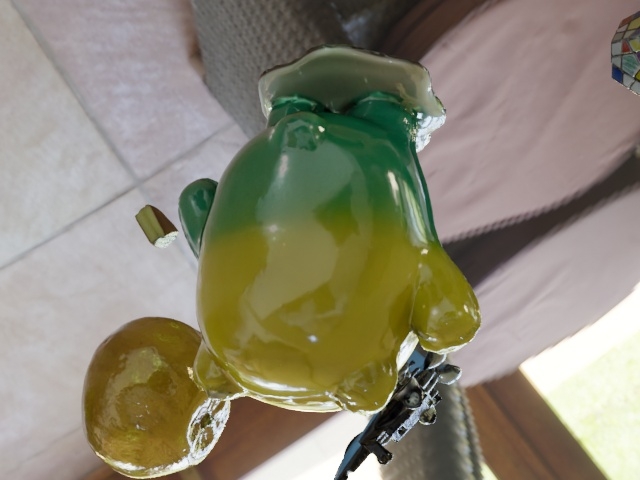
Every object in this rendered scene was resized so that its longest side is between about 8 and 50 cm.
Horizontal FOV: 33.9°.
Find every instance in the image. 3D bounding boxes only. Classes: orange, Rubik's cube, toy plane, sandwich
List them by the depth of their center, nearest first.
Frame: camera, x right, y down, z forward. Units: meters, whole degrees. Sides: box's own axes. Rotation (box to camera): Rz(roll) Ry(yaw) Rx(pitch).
[{"bbox_3d":[0.373,-0.205,1.157,0.111,0.111,0.093,2,125,-50],"label":"Rubik's cube"},{"bbox_3d":[-0.196,-0.012,1.287,0.031,0.083,0.044,-47,130,9],"label":"sandwich"},{"bbox_3d":[0.102,0.255,1.480,0.246,0.078,0.169,-55,147,-12],"label":"toy plane"},{"bbox_3d":[-0.274,0.267,1.775,0.279,0.235,0.279,10,90,-72],"label":"orange"}]

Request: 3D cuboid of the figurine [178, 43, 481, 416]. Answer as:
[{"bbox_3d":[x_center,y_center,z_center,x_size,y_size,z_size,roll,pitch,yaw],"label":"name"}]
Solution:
[{"bbox_3d":[0.000,0.000,0.998,0.323,0.340,0.231,-1,151,20],"label":"figurine"}]
